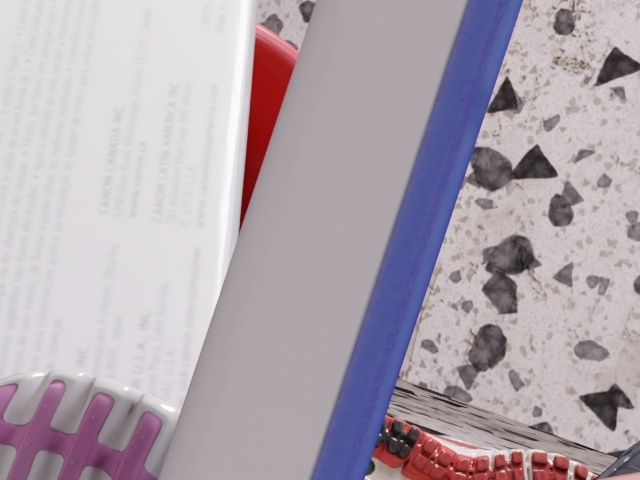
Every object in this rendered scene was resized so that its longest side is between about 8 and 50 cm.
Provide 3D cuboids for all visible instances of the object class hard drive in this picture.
[{"bbox_3d":[0.000,0.000,0.413,0.040,0.318,0.210,18,-1,-2],"label":"hard drive"}]

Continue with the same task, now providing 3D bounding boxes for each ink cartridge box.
[{"bbox_3d":[-0.225,-0.041,0.706,0.385,0.308,0.091,7,-35,-6],"label":"ink cartridge box"}]

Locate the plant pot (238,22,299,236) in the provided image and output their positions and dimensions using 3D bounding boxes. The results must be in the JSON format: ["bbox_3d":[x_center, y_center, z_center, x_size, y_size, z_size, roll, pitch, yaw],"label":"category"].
[{"bbox_3d":[-0.138,0.009,0.961,0.275,0.275,0.243,19,-11,-34],"label":"plant pot"}]

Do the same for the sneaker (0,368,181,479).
[{"bbox_3d":[-0.022,0.122,0.572,0.236,0.095,0.104,23,-7,4],"label":"sneaker"}]

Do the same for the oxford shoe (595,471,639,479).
[{"bbox_3d":[0.205,0.168,0.494,0.397,0.140,0.146,16,7,-25],"label":"oxford shoe"}]

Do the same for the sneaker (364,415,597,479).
[{"bbox_3d":[0.095,0.165,1.066,0.225,0.088,0.093,23,-10,-6],"label":"sneaker"}]

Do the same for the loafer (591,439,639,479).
[{"bbox_3d":[0.192,0.173,0.991,0.223,0.076,0.078,-18,47,-35],"label":"loafer"}]
